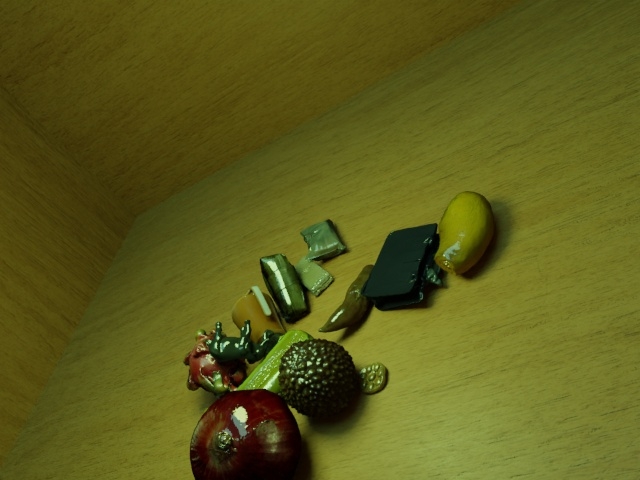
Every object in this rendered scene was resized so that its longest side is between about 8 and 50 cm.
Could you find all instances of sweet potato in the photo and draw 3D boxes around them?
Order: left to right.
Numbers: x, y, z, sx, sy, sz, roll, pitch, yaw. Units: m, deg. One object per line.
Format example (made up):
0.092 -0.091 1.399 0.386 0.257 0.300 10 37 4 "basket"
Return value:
0.131 0.219 1.950 0.106 0.095 0.355 17 52 32 "sweet potato"

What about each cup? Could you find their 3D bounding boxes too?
-0.232 0.313 2.111 0.182 0.226 0.264 -12 31 -23 "cup"

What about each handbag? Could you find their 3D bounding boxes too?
0.000 0.000 2.347 0.182 0.117 0.270 -18 31 -2 "handbag"
0.315 0.092 1.901 0.269 0.118 0.326 -13 40 47 "handbag"

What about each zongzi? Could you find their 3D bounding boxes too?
-0.150 0.222 2.255 0.138 0.300 0.286 -20 69 -14 "zongzi"

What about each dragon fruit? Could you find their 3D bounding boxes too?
-0.382 0.480 2.028 0.307 0.228 0.243 17 48 26 "dragon fruit"

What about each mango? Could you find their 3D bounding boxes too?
0.495 -0.031 1.834 0.186 0.144 0.359 -3 48 24 "mango"

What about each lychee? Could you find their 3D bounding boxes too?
-0.018 0.424 1.694 0.267 0.267 0.268 -27 33 19 "lychee"

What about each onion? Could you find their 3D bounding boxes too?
-0.212 0.602 1.615 0.341 0.341 0.341 -27 33 19 "onion"

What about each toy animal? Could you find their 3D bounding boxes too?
-0.289 0.372 1.941 0.244 0.115 0.146 -10 53 5 "toy animal"

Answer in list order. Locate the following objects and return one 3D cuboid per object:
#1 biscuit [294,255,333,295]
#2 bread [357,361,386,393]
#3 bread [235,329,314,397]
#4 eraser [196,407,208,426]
-0.045 0.147 2.258 0.108 0.062 0.239 -44 31 -8 "biscuit"
0.164 0.435 1.703 0.110 0.024 0.110 -28 32 20 "bread"
-0.158 0.484 1.894 0.383 0.112 0.166 -49 34 -18 "bread"
-0.389 0.671 1.962 0.122 0.045 0.097 -8 42 40 "eraser"
